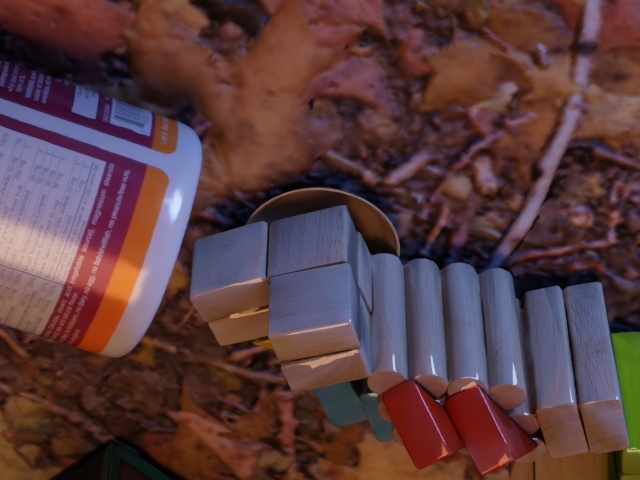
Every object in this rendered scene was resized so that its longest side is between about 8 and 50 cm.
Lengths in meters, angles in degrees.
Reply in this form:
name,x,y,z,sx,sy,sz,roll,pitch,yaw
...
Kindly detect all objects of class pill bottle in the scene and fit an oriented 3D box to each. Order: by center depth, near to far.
name,x,y,z,sx,sy,sz,roll,pitch,yaw
pill bottle,-0.177,-0.031,0.849,0.221,0.121,0.121,19,130,-12

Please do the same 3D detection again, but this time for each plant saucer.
name,x,y,z,sx,sy,sz,roll,pitch,yaw
plant saucer,0.000,0.000,0.935,0.083,0.015,0.083,2,132,2

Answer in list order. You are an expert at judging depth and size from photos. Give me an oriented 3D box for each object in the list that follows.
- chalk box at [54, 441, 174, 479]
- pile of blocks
name,x,y,z,sx,sy,sz,roll,pitch,yaw
chalk box,-0.121,0.259,1.066,0.289,0.180,0.179,-33,122,30
pile of blocks,0.098,0.096,0.936,0.362,0.113,0.149,14,132,-13
